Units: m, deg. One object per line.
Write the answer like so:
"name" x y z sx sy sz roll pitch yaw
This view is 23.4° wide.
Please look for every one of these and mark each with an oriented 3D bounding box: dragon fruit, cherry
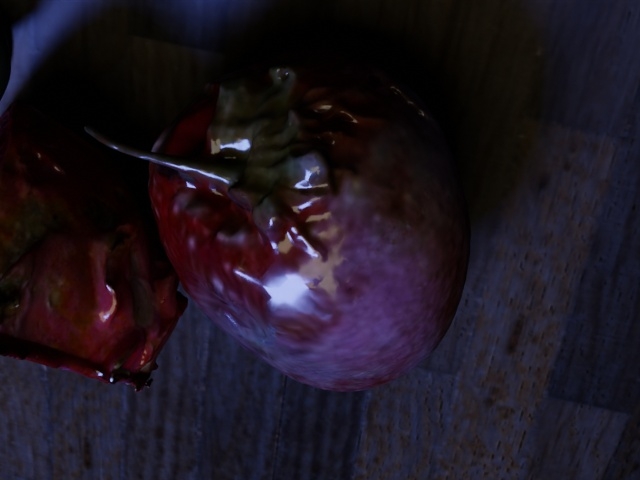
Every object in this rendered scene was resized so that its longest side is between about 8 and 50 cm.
"dragon fruit" -0.167 0.006 0.969 0.163 0.262 0.189 -6 100 -13
"cherry" 0.000 0.000 0.926 0.192 0.175 0.249 2 136 27

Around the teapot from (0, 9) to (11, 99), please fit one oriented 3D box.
"teapot" -0.299 -0.091 0.940 0.239 0.149 0.162 3 135 12
